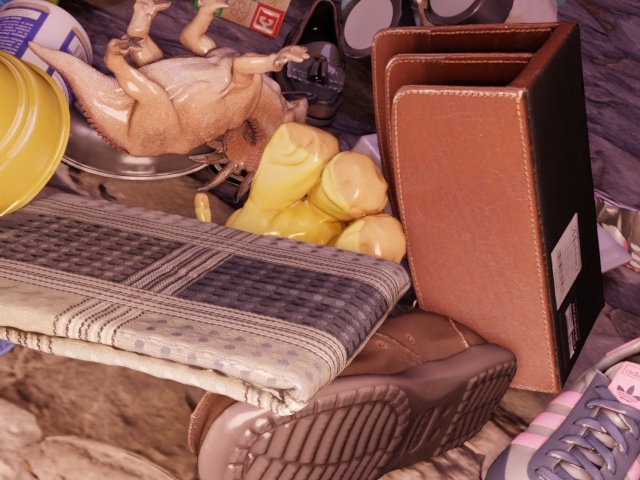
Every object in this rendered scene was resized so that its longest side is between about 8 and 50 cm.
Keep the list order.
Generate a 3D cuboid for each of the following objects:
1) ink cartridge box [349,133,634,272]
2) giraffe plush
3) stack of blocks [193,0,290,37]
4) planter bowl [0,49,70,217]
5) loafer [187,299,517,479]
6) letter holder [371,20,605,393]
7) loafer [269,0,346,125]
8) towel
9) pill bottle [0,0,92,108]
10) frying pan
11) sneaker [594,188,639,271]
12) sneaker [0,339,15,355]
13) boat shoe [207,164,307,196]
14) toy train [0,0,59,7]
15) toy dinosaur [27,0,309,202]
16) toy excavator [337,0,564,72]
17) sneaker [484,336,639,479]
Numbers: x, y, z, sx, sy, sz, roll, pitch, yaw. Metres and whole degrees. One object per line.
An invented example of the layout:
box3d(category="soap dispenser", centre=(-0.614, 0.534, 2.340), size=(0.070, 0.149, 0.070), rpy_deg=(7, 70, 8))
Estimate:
box3d(category="ink cartridge box", centre=(0.199, -0.028, 1.367), size=(0.296, 0.066, 0.261), rpy_deg=(-14, 60, -48))
box3d(category="giraffe plush", centre=(0.000, 0.000, 1.094), size=(0.170, 0.210, 0.181), rpy_deg=(3, 63, -61))
box3d(category="stack of blocks", centre=(-0.087, -0.454, 1.612), size=(0.171, 0.297, 0.087), rpy_deg=(20, 32, -6))
box3d(category="planter bowl", centre=(-0.329, -0.107, 0.971), size=(0.217, 0.090, 0.217), rpy_deg=(-4, 54, 6))
box3d(category="loafer", centre=(0.015, 0.126, 0.939), size=(0.130, 0.133, 0.366), rpy_deg=(38, 22, 30))
box3d(category="letter holder", centre=(0.129, -0.034, 1.077), size=(0.215, 0.301, 0.152), rpy_deg=(5, 33, 29))
box3d(category="loafer", centre=(-0.011, -0.246, 1.547), size=(0.096, 0.084, 0.267), rpy_deg=(18, 30, -12))
box3d(category="towel", centre=(-0.120, 0.039, 0.849), size=(0.324, 0.056, 0.312), rpy_deg=(13, 15, 13))
box3d(category="pill bottle", centre=(-0.301, -0.141, 1.122), size=(0.112, 0.112, 0.186), rpy_deg=(21, 43, -6))
box3d(category="frying pan", centre=(-0.135, -0.129, 1.247), size=(0.326, 0.053, 0.197), rpy_deg=(-2, 36, -15))
box3d(category="sneaker", centre=(0.386, -0.025, 1.500), size=(0.178, 0.072, 0.077), rpy_deg=(36, 20, 10))
box3d(category="sneaker", centre=(-0.340, 0.035, 0.853), size=(0.232, 0.081, 0.090), rpy_deg=(8, 38, -27))
box3d(category="boat shoe", centre=(-0.060, -0.071, 1.264), size=(0.133, 0.048, 0.042), rpy_deg=(19, 25, 5))
box3d(category="toy train", centre=(-0.372, -0.305, 1.373), size=(0.143, 0.105, 0.248), rpy_deg=(25, 28, -19))
box3d(category="toy dinosaur", centre=(-0.129, -0.125, 1.124), size=(0.296, 0.200, 0.127), rpy_deg=(-2, 41, -18))
box3d(category="toy excavator", centre=(0.141, -0.405, 1.625), size=(0.222, 0.433, 0.445), rpy_deg=(26, 62, -43))
box3d(category="sneaker", centre=(0.234, 0.169, 1.004), size=(0.112, 0.131, 0.319), rpy_deg=(34, 31, 14))
